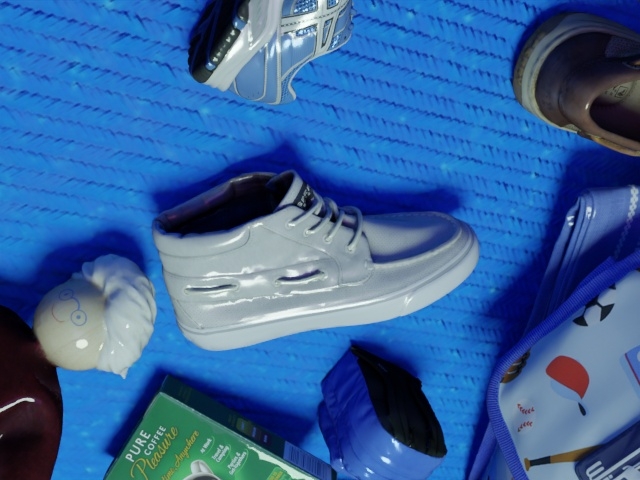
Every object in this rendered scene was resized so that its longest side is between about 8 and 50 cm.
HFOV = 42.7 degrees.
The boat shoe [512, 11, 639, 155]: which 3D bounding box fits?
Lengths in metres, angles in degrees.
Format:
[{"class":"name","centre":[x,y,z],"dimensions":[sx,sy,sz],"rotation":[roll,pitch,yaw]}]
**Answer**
[{"class":"boat shoe","centre":[0.328,-0.101,0.668],"dimensions":[0.341,0.123,0.123],"rotation":[9,116,-21]}]

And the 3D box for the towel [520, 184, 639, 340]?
[{"class":"towel","centre":[0.360,0.037,0.790],"dimensions":[0.335,0.040,0.243],"rotation":[-5,129,-15]}]

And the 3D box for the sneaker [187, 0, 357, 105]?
[{"class":"sneaker","centre":[-0.005,-0.184,0.561],"dimensions":[0.081,0.080,0.211],"rotation":[25,119,-33]}]

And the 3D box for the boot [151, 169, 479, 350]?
[{"class":"boot","centre":[0.000,0.000,0.646],"dimensions":[0.258,0.095,0.123],"rotation":[-16,129,-6]}]

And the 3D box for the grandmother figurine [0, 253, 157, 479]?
[{"class":"grandmother figurine","centre":[-0.270,0.122,0.594],"dimensions":[0.342,0.104,0.208],"rotation":[-32,81,-17]}]

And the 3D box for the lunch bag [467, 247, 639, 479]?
[{"class":"lunch bag","centre":[0.287,0.241,0.687],"dimensions":[0.238,0.328,0.386],"rotation":[-8,138,-14]}]

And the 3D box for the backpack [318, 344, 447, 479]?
[{"class":"backpack","centre":[0.056,0.176,0.749],"dimensions":[0.098,0.120,0.101],"rotation":[23,110,-27]}]

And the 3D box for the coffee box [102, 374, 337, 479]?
[{"class":"coffee box","centre":[-0.089,0.212,0.742],"dimensions":[0.184,0.040,0.113],"rotation":[30,108,-8]}]
